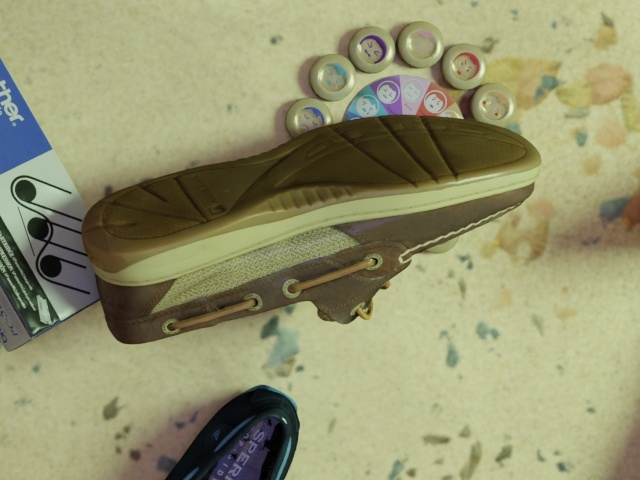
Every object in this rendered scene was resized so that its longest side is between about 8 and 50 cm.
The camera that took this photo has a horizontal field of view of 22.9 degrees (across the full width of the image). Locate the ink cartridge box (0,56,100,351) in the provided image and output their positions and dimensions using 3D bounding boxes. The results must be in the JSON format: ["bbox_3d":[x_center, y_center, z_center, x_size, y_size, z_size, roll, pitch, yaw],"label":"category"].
[{"bbox_3d":[-0.234,-0.033,1.151,0.097,0.046,0.207,-32,94,-39],"label":"ink cartridge box"}]

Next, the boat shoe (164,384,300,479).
[{"bbox_3d":[-0.102,0.222,1.166,0.109,0.089,0.258,24,88,-6],"label":"boat shoe"}]

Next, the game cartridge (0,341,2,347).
[{"bbox_3d":[-0.393,0.026,1.154,0.196,0.060,0.294,-43,94,0],"label":"game cartridge"}]

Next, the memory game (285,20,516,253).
[{"bbox_3d":[0.066,-0.078,1.221,0.186,0.012,0.186,0,90,-6],"label":"memory game"}]

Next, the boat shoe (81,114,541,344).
[{"bbox_3d":[0.000,0.000,1.166,0.342,0.123,0.123,-16,123,-15],"label":"boat shoe"}]
